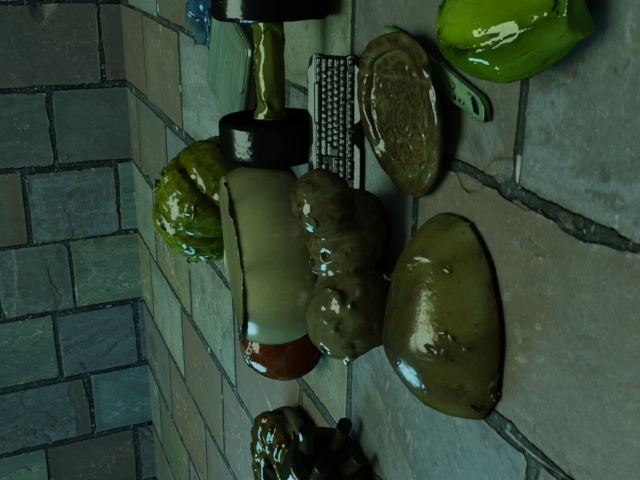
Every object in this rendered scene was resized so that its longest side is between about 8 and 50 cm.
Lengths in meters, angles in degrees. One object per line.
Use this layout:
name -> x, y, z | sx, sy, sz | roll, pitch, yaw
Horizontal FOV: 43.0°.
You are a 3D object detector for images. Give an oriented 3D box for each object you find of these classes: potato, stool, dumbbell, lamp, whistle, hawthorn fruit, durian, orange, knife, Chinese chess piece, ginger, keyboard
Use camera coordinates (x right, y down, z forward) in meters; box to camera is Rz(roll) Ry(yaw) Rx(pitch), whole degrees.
potato -> 0.148, 0.113, 1.150 | 0.239, 0.116, 0.299 | -154, 59, -70
stool -> 0.031, 0.433, 1.533 | 0.228, 0.153, 0.139 | 27, 132, 11
dumbbell -> -0.087, -0.306, 1.450 | 0.204, 0.204, 0.322 | -142, 47, -60
lamp -> -0.205, -0.411, 1.916 | 0.269, 0.047, 0.266 | 103, 149, -43
whistle -> -0.292, -0.590, 2.033 | 0.269, 0.093, 0.180 | 115, 142, -64
hawthorn fruit -> -0.080, 0.210, 1.686 | 0.173, 0.173, 0.172 | 172, 90, -68
durian -> 0.200, -0.246, 0.904 | 0.139, 0.101, 0.250 | -60, 27, 0
orange -> -0.223, -0.096, 1.764 | 0.223, 0.300, 0.301 | 49, 180, 22
knife -> 0.153, -0.236, 1.123 | 0.293, 0.020, 0.043 | -126, 36, -48
Chinese chess piece -> -0.103, 0.024, 1.509 | 0.338, 0.141, 0.338 | 174, 90, -79
ginger -> 0.035, 0.028, 1.298 | 0.244, 0.155, 0.304 | -39, -62, -69
keyboard -> 0.026, -0.183, 1.383 | 0.106, 0.016, 0.262 | 8, 111, 22

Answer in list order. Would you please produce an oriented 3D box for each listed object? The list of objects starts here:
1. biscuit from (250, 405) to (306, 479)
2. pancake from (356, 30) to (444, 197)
biscuit -> -0.073, 0.540, 1.855 | 0.332, 0.103, 0.332 | 173, 90, -69
pancake -> 0.117, -0.181, 1.185 | 0.250, 0.031, 0.250 | 166, 90, -70
